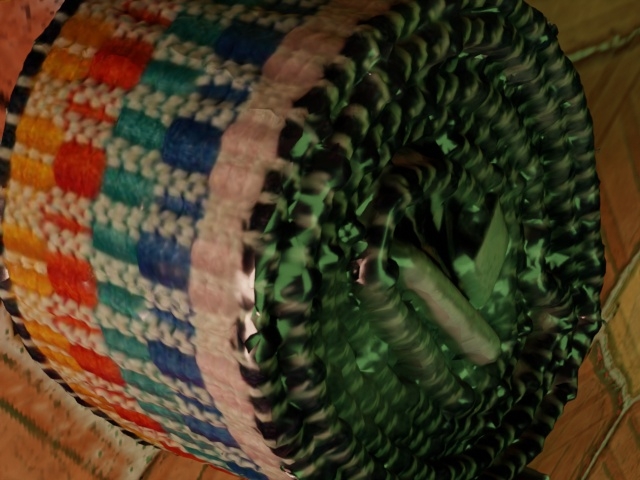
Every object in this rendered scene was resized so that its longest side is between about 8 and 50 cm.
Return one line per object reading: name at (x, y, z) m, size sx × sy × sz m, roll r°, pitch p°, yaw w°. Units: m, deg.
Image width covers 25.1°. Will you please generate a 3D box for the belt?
belt at (0.000, 0.000, 0.576) m, size 0.295 × 0.160 × 0.207 m, roll 37°, pitch 74°, yaw -58°
